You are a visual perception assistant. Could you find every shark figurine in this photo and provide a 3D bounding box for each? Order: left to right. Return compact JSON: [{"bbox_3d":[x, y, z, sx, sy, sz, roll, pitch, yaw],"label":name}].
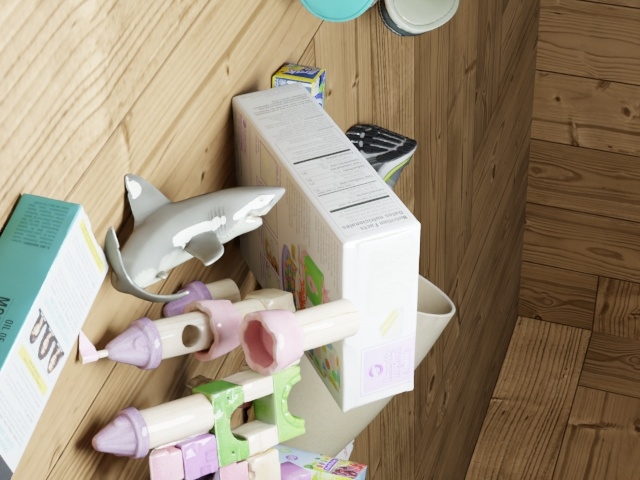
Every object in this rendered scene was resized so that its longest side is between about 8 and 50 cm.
[{"bbox_3d":[-0.170,-0.010,1.371,0.278,0.166,0.116,-38,106,-59],"label":"shark figurine"}]

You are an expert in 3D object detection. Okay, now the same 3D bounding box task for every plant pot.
[{"bbox_3d":[0.014,0.161,1.899,0.274,0.256,0.256,-66,167,13],"label":"plant pot"}]

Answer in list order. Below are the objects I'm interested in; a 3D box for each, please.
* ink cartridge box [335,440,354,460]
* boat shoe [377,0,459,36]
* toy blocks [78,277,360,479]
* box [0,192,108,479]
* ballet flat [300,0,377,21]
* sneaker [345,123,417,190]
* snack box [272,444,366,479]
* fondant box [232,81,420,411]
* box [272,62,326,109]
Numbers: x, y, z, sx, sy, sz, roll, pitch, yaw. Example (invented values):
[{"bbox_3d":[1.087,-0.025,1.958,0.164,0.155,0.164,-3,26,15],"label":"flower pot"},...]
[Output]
[{"bbox_3d":[-0.035,0.341,2.044,0.159,0.092,0.218,76,33,-47],"label":"ink cartridge box"},{"bbox_3d":[0.140,-0.400,2.147,0.113,0.127,0.340,-36,-156,38],"label":"boat shoe"},{"bbox_3d":[-0.139,0.199,1.475,0.260,0.309,0.289,-14,106,-37],"label":"toy blocks"},{"bbox_3d":[-0.261,0.088,1.160,0.100,0.060,0.244,78,27,-55],"label":"box"},{"bbox_3d":[0.005,-0.470,1.570,0.483,0.164,0.182,73,16,-56],"label":"ballet flat"},{"bbox_3d":[0.061,-0.082,2.129,0.300,0.111,0.121,-50,158,-50],"label":"sneaker"},{"bbox_3d":[-0.057,0.358,1.788,0.070,0.207,0.175,-25,123,-71],"label":"snack box"},{"bbox_3d":[0.000,0.000,1.600,0.330,0.096,0.238,-125,-153,-48],"label":"fondant box"},{"bbox_3d":[-0.030,-0.144,1.809,0.054,0.059,0.169,-55,152,-57],"label":"box"}]
